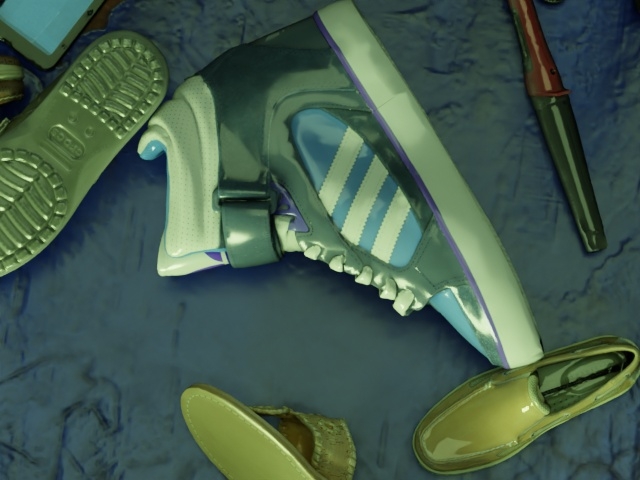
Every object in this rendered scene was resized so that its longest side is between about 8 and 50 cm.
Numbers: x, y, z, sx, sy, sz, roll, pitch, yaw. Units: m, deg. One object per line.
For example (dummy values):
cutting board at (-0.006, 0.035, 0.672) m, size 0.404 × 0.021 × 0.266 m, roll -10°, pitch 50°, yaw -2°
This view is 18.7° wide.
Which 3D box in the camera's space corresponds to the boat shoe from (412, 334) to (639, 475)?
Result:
boat shoe at (0.157, 0.120, 1.489) m, size 0.190 × 0.072 × 0.068 m, roll -28°, pitch 83°, yaw -4°

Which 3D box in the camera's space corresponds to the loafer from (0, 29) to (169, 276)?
loafer at (-0.210, -0.063, 1.514) m, size 0.251 × 0.087 × 0.094 m, roll -41°, pitch 97°, yaw 9°

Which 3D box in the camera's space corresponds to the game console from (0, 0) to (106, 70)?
game console at (-0.226, -0.217, 1.540) m, size 0.071 × 0.107 × 0.122 m, roll 31°, pitch 81°, yaw 33°

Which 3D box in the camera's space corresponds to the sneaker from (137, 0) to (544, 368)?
sneaker at (0.000, 0.000, 1.490) m, size 0.236 × 0.130 × 0.323 m, roll -30°, pitch 88°, yaw 6°

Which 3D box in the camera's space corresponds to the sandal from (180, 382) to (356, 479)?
sandal at (0.003, 0.174, 1.492) m, size 0.240 × 0.088 × 0.079 m, roll 42°, pitch 52°, yaw -1°

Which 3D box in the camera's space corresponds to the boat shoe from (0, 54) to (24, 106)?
boat shoe at (-0.345, -0.070, 1.513) m, size 0.257 × 0.095 × 0.095 m, roll -16°, pitch 93°, yaw 5°

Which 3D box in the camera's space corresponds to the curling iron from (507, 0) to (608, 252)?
curling iron at (0.192, -0.125, 1.543) m, size 0.068 × 0.035 × 0.274 m, roll -9°, pitch 82°, yaw -1°

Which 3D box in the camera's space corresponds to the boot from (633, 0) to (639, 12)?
boot at (0.364, -0.248, 1.550) m, size 0.208 × 0.076 × 0.190 m, roll 15°, pitch 81°, yaw -4°
